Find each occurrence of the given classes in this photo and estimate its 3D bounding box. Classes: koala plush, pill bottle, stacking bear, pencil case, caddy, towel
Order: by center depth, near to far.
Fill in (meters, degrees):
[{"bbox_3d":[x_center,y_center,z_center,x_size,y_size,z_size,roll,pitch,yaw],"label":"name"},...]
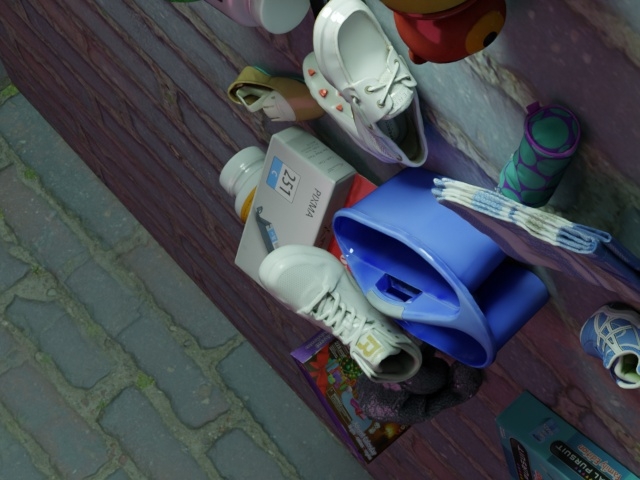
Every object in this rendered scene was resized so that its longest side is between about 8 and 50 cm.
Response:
[{"bbox_3d":[0.103,-0.276,1.061,0.164,0.175,0.289,39,168,32],"label":"stacking bear"},{"bbox_3d":[0.238,-0.090,1.249,0.070,0.065,0.151,58,166,16],"label":"pencil case"},{"bbox_3d":[0.274,0.012,1.306,0.209,0.034,0.285,33,176,-36],"label":"towel"},{"bbox_3d":[-0.101,-0.351,1.521,0.187,0.112,0.112,39,161,36],"label":"pill bottle"},{"bbox_3d":[0.150,0.045,1.593,0.341,0.179,0.241,26,150,57],"label":"caddy"},{"bbox_3d":[0.140,0.185,1.962,0.196,0.203,0.221,31,143,49],"label":"koala plush"},{"bbox_3d":[-0.067,-0.056,2.045,0.246,0.136,0.136,45,163,22],"label":"pill bottle"}]

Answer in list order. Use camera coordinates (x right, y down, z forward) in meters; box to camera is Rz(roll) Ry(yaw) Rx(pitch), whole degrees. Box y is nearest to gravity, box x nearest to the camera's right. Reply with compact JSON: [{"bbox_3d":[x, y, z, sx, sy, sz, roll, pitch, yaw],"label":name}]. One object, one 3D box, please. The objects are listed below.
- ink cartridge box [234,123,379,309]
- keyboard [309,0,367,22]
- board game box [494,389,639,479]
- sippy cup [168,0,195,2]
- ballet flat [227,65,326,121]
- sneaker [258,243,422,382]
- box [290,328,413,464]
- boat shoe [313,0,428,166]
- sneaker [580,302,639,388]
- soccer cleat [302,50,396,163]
[{"bbox_3d":[0.000,0.000,1.852,0.261,0.066,0.296,38,135,20],"label":"ink cartridge box"},{"bbox_3d":[0.026,-0.297,1.449,0.108,0.023,0.180,35,159,35],"label":"keyboard"},{"bbox_3d":[0.439,0.425,1.828,0.336,0.079,0.253,37,159,39],"label":"board game box"},{"bbox_3d":[-0.160,-0.437,1.327,0.305,0.240,0.224,-46,68,36],"label":"sippy cup"},{"bbox_3d":[-0.073,-0.221,1.807,0.232,0.073,0.080,27,152,55],"label":"ballet flat"},{"bbox_3d":[0.044,0.117,1.728,0.293,0.108,0.169,31,-169,-39],"label":"sneaker"},{"bbox_3d":[0.092,0.269,2.219,0.057,0.201,0.293,28,153,56],"label":"box"},{"bbox_3d":[0.079,-0.193,1.420,0.096,0.098,0.277,38,169,38],"label":"boat shoe"},{"bbox_3d":[0.364,0.129,1.364,0.080,0.081,0.211,51,166,-7],"label":"sneaker"},{"bbox_3d":[0.044,-0.181,1.593,0.196,0.068,0.076,47,167,3],"label":"soccer cleat"}]
